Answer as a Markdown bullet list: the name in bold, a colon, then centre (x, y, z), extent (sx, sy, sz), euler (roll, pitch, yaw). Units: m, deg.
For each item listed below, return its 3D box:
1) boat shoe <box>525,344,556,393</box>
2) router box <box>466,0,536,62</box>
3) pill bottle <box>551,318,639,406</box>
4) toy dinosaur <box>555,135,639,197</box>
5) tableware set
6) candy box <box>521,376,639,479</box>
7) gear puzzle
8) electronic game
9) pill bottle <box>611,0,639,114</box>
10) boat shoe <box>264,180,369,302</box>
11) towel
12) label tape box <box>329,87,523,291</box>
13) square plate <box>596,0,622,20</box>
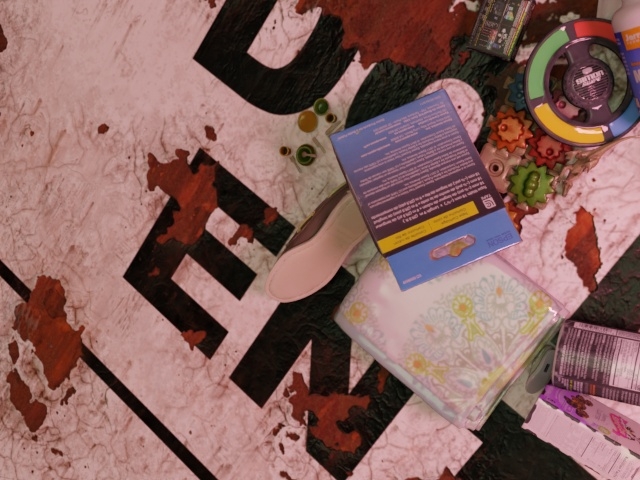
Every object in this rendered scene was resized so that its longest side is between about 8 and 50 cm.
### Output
- **boat shoe**: centre (0.419, 0.245, 1.488), extent (0.035, 0.035, 0.100), euler (19, 105, -14)
- **router box**: centre (0.343, -0.410, 1.475), extent (0.092, 0.038, 0.122), euler (24, 103, 22)
- **pill bottle**: centre (0.546, 0.224, 1.375), extent (0.246, 0.130, 0.130), euler (11, 98, 24)
- **toy dinosaur**: centre (0.479, -0.145, 1.389), extent (0.183, 0.093, 0.053), euler (-46, 69, 40)
- **tableware set**: centre (-0.024, -0.226, 1.664), extent (0.154, 0.024, 0.104), euler (-40, 77, 22)
- **candy box**: centre (0.478, 0.338, 1.393), extent (0.196, 0.165, 0.070), euler (29, 106, 20)
- **gear puzzle**: centre (0.374, -0.153, 1.474), extent (0.176, 0.044, 0.338), euler (27, 104, 20)
- **electronic game**: centre (0.476, -0.280, 1.383), extent (0.229, 0.048, 0.229), euler (0, 95, 3)
- **pill bottle**: centre (0.573, -0.331, 1.281), extent (0.152, 0.152, 0.272), euler (-18, 101, 25)
- **boat shoe**: centre (0.000, 0.000, 1.629), extent (0.117, 0.096, 0.324), euler (32, 115, -23)
- **towel**: centre (0.247, 0.147, 1.533), extent (0.374, 0.090, 0.320), euler (39, 105, 17)
- **label tape box**: centre (0.191, -0.085, 1.455), extent (0.241, 0.106, 0.333), euler (-22, 73, -1)
- **square plate**: centre (0.662, -0.532, 1.316), extent (0.344, 0.049, 0.347), euler (6, 96, 24)
